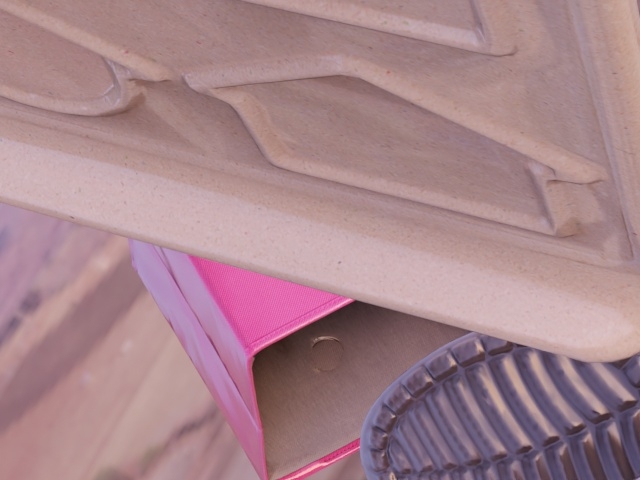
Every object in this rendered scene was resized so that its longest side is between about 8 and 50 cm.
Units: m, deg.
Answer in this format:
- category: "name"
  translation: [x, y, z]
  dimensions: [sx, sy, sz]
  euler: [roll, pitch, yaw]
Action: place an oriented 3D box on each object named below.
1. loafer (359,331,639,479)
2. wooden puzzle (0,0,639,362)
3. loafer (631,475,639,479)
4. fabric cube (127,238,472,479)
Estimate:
- category: "loafer"
  translation: [0.196, 0.076, 1.107]
  dimensions: [0.366, 0.134, 0.130]
  euler: [-24, -2, 21]
- category: "wooden puzzle"
  translation: [-0.051, -0.100, 0.591]
  dimensions: [0.348, 0.322, 0.080]
  euler: [65, -137, -60]
- category: "loafer"
  translation: [0.216, 0.114, 0.896]
  dimensions: [0.302, 0.109, 0.095]
  euler: [-18, 4, -19]
- category: "fabric cube"
  translation: [0.000, 0.000, 1.604]
  dimensions: [0.254, 0.258, 0.259]
  euler: [-25, -29, -13]
